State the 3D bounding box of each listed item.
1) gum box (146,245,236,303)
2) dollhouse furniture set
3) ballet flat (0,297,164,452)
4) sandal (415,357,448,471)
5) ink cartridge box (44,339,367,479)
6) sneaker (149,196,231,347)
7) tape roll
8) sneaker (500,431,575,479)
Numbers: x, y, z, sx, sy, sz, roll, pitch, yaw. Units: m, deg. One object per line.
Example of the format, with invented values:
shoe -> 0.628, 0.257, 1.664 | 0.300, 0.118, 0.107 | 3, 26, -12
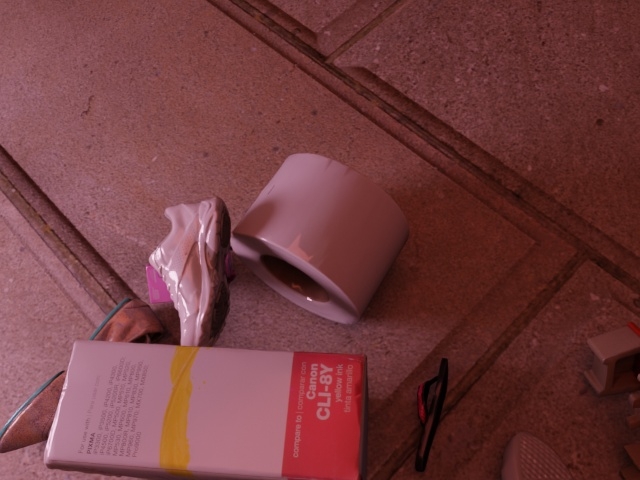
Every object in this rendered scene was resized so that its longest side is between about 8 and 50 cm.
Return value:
gum box -> -0.211, 0.052, 1.012 | 0.107, 0.188, 0.062 | -5, 97, 2
dollhouse furniture set -> 0.491, 0.226, 0.823 | 0.135, 0.262, 0.259 | -12, 31, -3
ballet flat -> -0.377, 0.235, 0.979 | 0.106, 0.107, 0.316 | 37, 72, 7
sandal -> 0.164, 0.263, 0.930 | 0.040, 0.067, 0.179 | 11, 67, 24
ink cartridge box -> -0.128, 0.256, 0.838 | 0.385, 0.279, 0.160 | 2, 65, 6
sneaker -> -0.194, 0.053, 0.878 | 0.115, 0.090, 0.232 | -1, 75, 9
tape roll -> 0.000, 0.000, 0.977 | 0.246, 0.246, 0.169 | 28, 69, 18
sneaker -> 0.274, 0.440, 0.794 | 0.135, 0.150, 0.366 | 29, 39, -18
